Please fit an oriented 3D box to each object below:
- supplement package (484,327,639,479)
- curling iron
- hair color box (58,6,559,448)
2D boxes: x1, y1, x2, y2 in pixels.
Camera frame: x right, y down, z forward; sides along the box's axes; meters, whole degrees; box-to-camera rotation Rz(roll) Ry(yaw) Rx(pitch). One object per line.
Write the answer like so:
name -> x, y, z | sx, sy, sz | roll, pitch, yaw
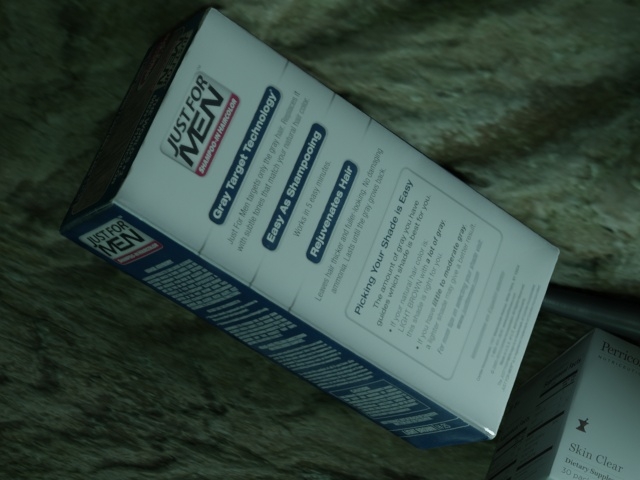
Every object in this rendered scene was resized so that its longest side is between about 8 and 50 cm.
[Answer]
supplement package -> 0.301, 0.217, 1.436 | 0.262, 0.145, 0.204 | 24, 155, -4
curling iron -> 0.285, 0.080, 1.312 | 0.274, 0.035, 0.068 | 15, 153, 14
hair color box -> 0.000, 0.000, 1.220 | 0.347, 0.174, 0.105 | 34, 153, -22
